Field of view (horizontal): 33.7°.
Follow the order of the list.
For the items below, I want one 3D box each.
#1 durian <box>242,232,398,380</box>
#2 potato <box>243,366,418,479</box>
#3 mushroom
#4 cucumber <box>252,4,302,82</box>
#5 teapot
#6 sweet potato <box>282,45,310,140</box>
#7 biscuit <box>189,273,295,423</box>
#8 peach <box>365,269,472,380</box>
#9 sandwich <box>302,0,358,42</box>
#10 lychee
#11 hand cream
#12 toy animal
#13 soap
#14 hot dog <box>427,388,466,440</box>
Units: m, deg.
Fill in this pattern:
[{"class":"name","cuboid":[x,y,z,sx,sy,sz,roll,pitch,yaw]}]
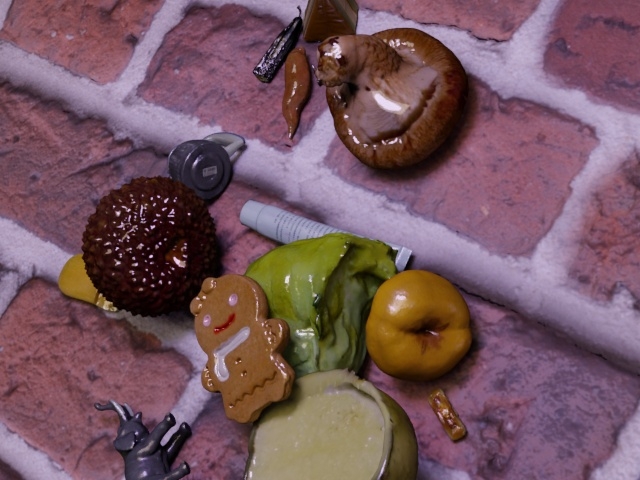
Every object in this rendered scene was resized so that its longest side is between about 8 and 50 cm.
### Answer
[{"class":"durian","cuboid":[-0.044,0.128,1.720,0.340,0.204,0.255,-8,68,26]},{"class":"potato","cuboid":[0.043,0.365,1.541,0.280,0.213,0.330,-23,38,31]},{"class":"mushroom","cuboid":[0.128,-0.257,1.827,0.267,0.254,0.267,0,87,6]},{"class":"cucumber","cuboid":[-0.075,-0.382,2.065,0.043,0.039,0.163,37,82,-8]},{"class":"teapot","cuboid":[-0.230,-0.157,1.995,0.108,0.111,0.149,24,85,46]},{"class":"sweet potato","cuboid":[-0.047,-0.280,1.999,0.056,0.056,0.195,1,74,25]},{"class":"biscuit","cuboid":[-0.128,0.156,1.641,0.184,0.035,0.249,-36,60,27]},{"class":"peach","cuboid":[0.155,0.134,1.651,0.179,0.179,0.103,-49,18,-2]},{"class":"sandwich","cuboid":[-0.012,-0.449,1.989,0.113,0.163,0.079,-5,65,24]},{"class":"lychee","cuboid":[-0.317,0.014,1.891,0.271,0.271,0.271,-10,64,21]},{"class":"hand cream","cuboid":[0.000,0.000,1.842,0.331,0.058,0.085,20,76,31]},{"class":"toy animal","cuboid":[-0.290,0.351,1.805,0.137,0.082,0.269,-36,58,6]},{"class":"soap","cuboid":[-0.434,0.078,2.026,0.168,0.033,0.089,16,78,29]},{"class":"hot dog","cuboid":[0.194,0.268,1.644,0.030,0.034,0.090,-35,58,8]}]
